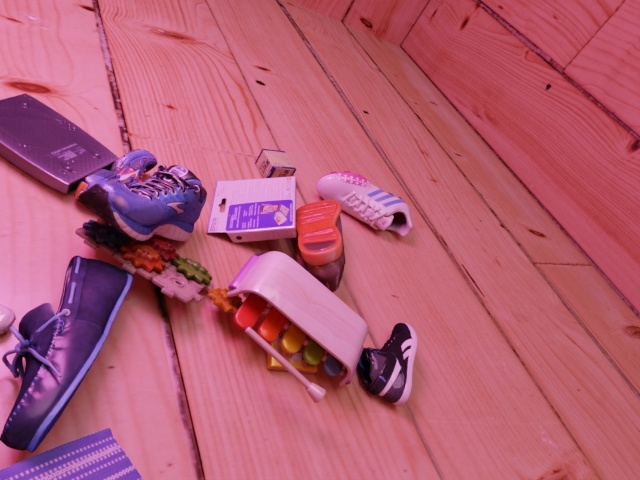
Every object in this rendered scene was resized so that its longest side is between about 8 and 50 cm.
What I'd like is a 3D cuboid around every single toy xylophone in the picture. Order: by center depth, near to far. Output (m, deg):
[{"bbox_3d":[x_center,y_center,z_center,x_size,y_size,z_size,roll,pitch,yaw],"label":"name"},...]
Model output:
[{"bbox_3d":[-0.041,0.165,0.926,0.322,0.081,0.236,47,43,-5],"label":"toy xylophone"}]

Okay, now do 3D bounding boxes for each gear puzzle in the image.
[{"bbox_3d":[-0.283,0.047,0.916,0.339,0.044,0.175,33,10,-4],"label":"gear puzzle"}]

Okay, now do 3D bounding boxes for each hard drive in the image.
[{"bbox_3d":[-0.582,-0.204,1.003,0.255,0.054,0.172,35,35,-1],"label":"hard drive"}]

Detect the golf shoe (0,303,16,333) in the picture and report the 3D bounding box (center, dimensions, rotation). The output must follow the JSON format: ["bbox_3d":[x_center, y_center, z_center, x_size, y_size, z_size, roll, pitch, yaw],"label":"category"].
[{"bbox_3d":[-0.535,0.089,0.681,0.176,0.086,0.069,18,37,-26],"label":"golf shoe"}]

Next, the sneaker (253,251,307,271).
[{"bbox_3d":[-0.076,0.088,1.087,0.170,0.051,0.089,22,34,-23],"label":"sneaker"}]

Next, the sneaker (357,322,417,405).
[{"bbox_3d":[0.145,0.247,1.062,0.121,0.079,0.216,29,37,-11],"label":"sneaker"}]

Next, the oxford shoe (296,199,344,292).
[{"bbox_3d":[0.000,0.000,1.221,0.130,0.132,0.363,-11,26,6],"label":"oxford shoe"}]

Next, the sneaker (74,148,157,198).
[{"bbox_3d":[-0.427,-0.124,1.034,0.087,0.083,0.221,45,40,-10],"label":"sneaker"}]

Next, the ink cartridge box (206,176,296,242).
[{"bbox_3d":[-0.163,-0.080,1.177,0.209,0.045,0.206,-3,44,0],"label":"ink cartridge box"}]

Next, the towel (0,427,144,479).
[{"bbox_3d":[-0.250,0.390,0.540,0.336,0.040,0.243,46,13,17],"label":"towel"}]

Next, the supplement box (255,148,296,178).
[{"bbox_3d":[-0.131,-0.216,1.387,0.083,0.056,0.083,-3,50,-42],"label":"supplement box"}]

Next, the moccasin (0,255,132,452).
[{"bbox_3d":[-0.393,0.149,0.707,0.117,0.137,0.342,32,21,-21],"label":"moccasin"}]

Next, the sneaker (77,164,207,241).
[{"bbox_3d":[-0.317,-0.087,0.903,0.130,0.147,0.330,34,6,7],"label":"sneaker"}]

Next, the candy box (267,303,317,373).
[{"bbox_3d":[-0.060,0.169,0.991,0.105,0.027,0.205,12,55,-26],"label":"candy box"}]

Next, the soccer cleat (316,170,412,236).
[{"bbox_3d":[0.145,-0.106,1.436,0.332,0.116,0.143,17,39,-25],"label":"soccer cleat"}]
